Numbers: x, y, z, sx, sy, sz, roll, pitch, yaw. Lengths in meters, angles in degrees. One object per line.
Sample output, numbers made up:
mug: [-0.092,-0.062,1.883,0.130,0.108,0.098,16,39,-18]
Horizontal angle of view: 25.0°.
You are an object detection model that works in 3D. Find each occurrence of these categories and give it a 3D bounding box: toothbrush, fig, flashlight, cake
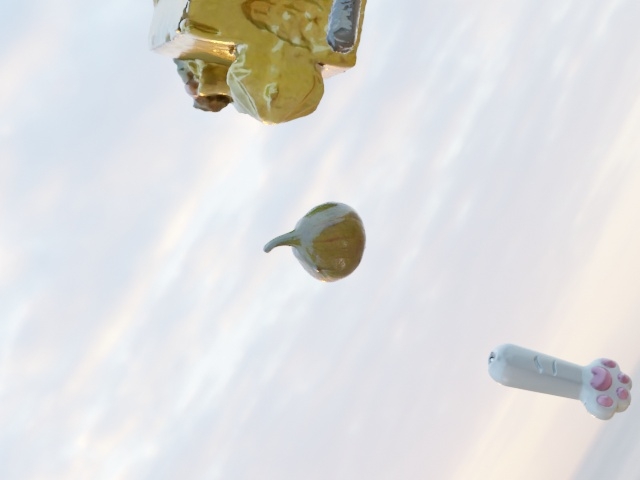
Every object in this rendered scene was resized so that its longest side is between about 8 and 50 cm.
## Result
toothbrush: [0.037,-0.284,1.325,0.030,0.030,0.297,-36,35,46]
fig: [0.000,0.000,1.493,0.098,0.082,0.084,4,-15,-37]
flashlight: [0.326,0.184,1.961,0.047,0.200,0.093,104,-179,-51]
cake: [-0.075,-0.279,1.703,0.227,0.222,0.286,-176,101,-73]
